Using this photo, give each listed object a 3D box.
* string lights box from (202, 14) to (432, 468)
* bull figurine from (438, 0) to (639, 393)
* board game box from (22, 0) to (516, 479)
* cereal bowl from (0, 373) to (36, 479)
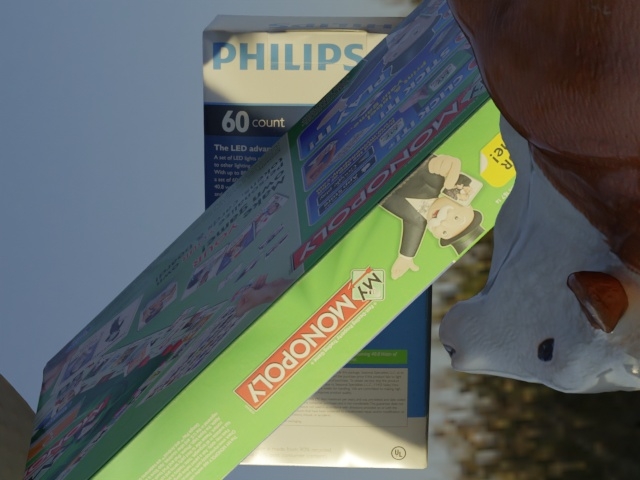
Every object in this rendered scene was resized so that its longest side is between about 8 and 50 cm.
[{"bbox_3d":[0.000,0.000,1.126,0.077,0.133,0.259,-74,-15,-77],"label":"string lights box"},{"bbox_3d":[0.089,-0.096,0.539,0.188,0.101,0.310,48,138,24],"label":"bull figurine"},{"bbox_3d":[-0.018,0.012,0.901,0.046,0.317,0.213,43,-167,-17],"label":"board game box"},{"bbox_3d":[-0.330,0.207,1.240,0.141,0.339,0.339,-48,-45,-58],"label":"cereal bowl"}]
